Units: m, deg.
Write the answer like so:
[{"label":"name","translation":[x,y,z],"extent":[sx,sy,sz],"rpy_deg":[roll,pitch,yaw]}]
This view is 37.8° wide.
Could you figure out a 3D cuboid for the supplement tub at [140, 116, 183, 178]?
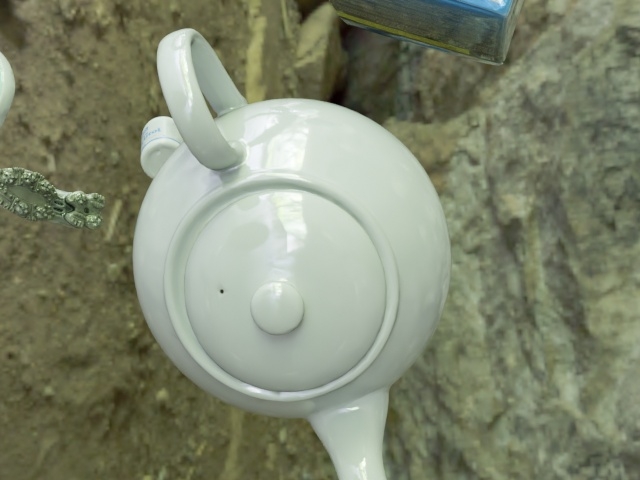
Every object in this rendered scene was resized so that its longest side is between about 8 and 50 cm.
[{"label":"supplement tub","translation":[-0.244,-0.143,1.456],"extent":[0.107,0.071,0.071],"rpy_deg":[-110,-172,-60]}]

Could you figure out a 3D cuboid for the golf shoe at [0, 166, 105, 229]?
[{"label":"golf shoe","translation":[-0.397,-0.052,1.322],"extent":[0.176,0.086,0.069],"rpy_deg":[22,73,-39]}]

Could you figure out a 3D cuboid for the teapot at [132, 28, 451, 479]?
[{"label":"teapot","translation":[-0.025,0.017,0.652],"extent":[0.187,0.256,0.252],"rpy_deg":[-69,-179,-79]}]

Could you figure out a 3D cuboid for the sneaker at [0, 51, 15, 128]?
[{"label":"sneaker","translation":[-0.434,-0.166,1.044],"extent":[0.151,0.094,0.255],"rpy_deg":[44,29,-43]}]

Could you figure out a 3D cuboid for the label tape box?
[{"label":"label tape box","translation":[0.139,-0.334,1.226],"extent":[0.348,0.249,0.115],"rpy_deg":[-9,117,-80]}]
